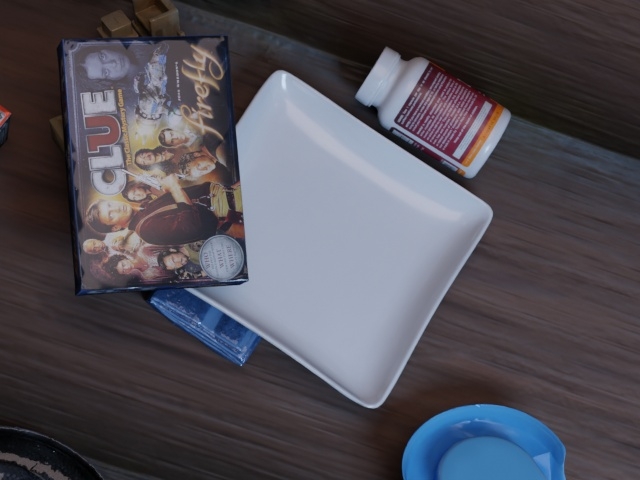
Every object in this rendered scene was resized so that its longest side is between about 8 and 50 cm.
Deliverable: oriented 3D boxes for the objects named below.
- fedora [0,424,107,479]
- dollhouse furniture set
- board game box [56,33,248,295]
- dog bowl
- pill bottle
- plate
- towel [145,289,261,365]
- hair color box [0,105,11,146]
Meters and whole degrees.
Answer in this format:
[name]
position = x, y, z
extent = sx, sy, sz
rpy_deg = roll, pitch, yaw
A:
[fedora]
position = -0.297, 0.320, 1.636
extent = 0.334, 0.152, 0.334
rpy_deg = 4, 72, -12
[dollhouse furniture set]
position = -0.206, -0.148, 1.859
extent = 0.182, 0.101, 0.161
rpy_deg = -25, 55, -18
[board game box]
position = -0.162, -0.074, 1.746
extent = 0.165, 0.042, 0.243
rpy_deg = -4, 84, -17
[dog bowl]
position = 0.191, 0.289, 1.737
extent = 0.166, 0.074, 0.297
rpy_deg = -20, 51, -20
[pill bottle]
position = 0.117, -0.138, 1.911
extent = 0.152, 0.086, 0.086
rpy_deg = 32, 69, -2
[plate]
position = 0.000, 0.000, 1.848
extent = 0.277, 0.045, 0.278
rpy_deg = 34, 60, -2
[towel]
position = -0.111, 0.069, 1.824
extent = 0.119, 0.029, 0.067
rpy_deg = 34, 68, 0
[hair color box]
position = -0.378, -0.140, 1.809
extent = 0.141, 0.072, 0.043
rpy_deg = 35, 68, 1
